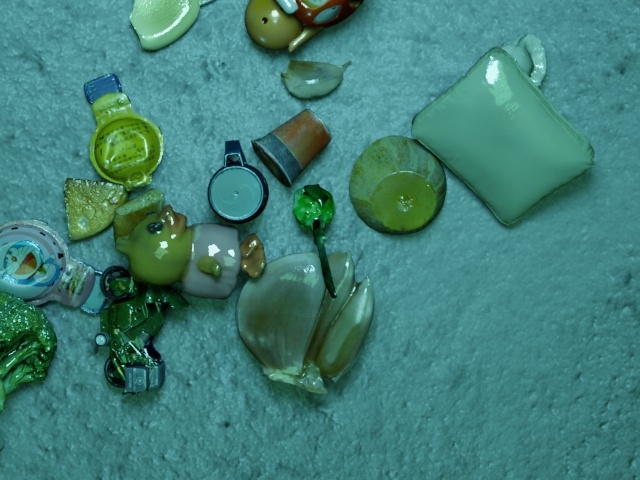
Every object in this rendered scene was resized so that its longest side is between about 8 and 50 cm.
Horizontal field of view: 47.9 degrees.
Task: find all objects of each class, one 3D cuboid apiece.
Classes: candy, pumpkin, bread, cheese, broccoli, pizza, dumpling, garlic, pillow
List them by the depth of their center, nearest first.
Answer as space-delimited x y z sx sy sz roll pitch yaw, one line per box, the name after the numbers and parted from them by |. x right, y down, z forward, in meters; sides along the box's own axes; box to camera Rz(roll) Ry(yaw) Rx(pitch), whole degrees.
-0.651 0.215 1.412 0.261 0.269 0.241 15 67 -28 | broccoli
0.000 0.002 1.427 0.097 0.323 0.097 -5 130 -6 | candy
-0.380 -0.043 1.468 0.054 0.136 0.154 26 88 12 | bread
-0.277 -0.496 1.488 0.255 0.050 0.127 -28 94 -4 | cheese
-0.412 -0.225 1.489 0.157 0.064 0.250 -21 86 -4 | cheese
0.376 -0.207 1.489 0.322 0.120 0.255 43 120 -14 | pillow
-0.574 0.062 1.490 0.286 0.074 0.189 26 93 -13 | cheese
-0.481 -0.079 1.504 0.131 0.041 0.178 34 91 -9 | pizza
-0.037 0.155 1.509 0.279 0.132 0.325 14 95 -6 | garlic
-0.009 -0.340 1.510 0.152 0.066 0.084 0 92 -2 | garlic
0.173 -0.110 1.526 0.217 0.110 0.217 -1 100 -7 | pumpkin
0.395 -0.351 1.529 0.188 0.108 0.127 -35 119 -1 | dumpling

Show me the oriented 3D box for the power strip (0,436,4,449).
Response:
-0.778 0.362 1.507 0.118 0.046 0.270 -29 97 0 | power strip

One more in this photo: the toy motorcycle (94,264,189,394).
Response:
-0.365 0.187 1.496 0.187 0.125 0.274 1 96 5 | toy motorcycle

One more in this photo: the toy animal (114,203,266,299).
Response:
-0.266 0.026 1.443 0.281 0.195 0.169 19 104 -22 | toy animal

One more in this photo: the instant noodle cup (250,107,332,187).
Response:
-0.054 -0.199 1.498 0.136 0.127 0.127 -41 96 -9 | instant noodle cup

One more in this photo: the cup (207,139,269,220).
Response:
-0.172 -0.117 1.468 0.131 0.155 0.176 -8 96 -5 | cup

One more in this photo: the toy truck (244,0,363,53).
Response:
-0.036 -0.488 1.409 0.239 0.265 0.189 -41 95 -11 | toy truck
